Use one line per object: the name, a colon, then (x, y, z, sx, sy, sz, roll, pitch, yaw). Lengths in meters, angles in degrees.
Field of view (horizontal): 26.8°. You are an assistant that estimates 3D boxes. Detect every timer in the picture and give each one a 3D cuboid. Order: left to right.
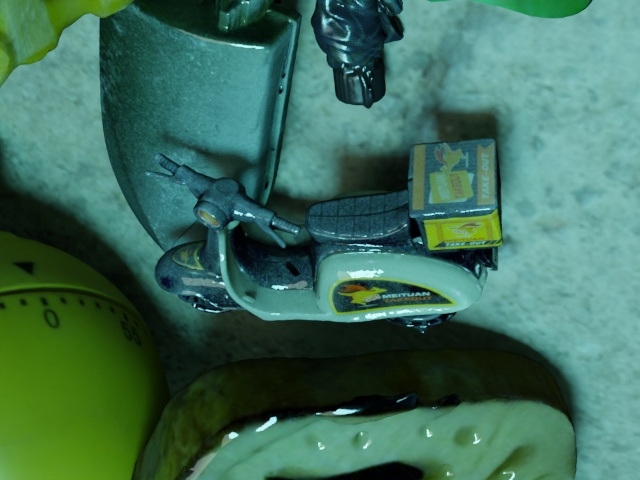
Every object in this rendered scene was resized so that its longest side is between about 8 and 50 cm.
timer: (-0.319, 0.134, 1.166, 0.387, 0.376, 0.376, 53, 144, 33)

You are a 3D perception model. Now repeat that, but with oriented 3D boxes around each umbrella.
umbrella: (0.011, -0.187, 0.873, 0.080, 0.071, 0.224, 16, 132, 28)

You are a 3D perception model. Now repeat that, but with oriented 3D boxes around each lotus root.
lotus root: (0.040, 0.228, 1.063, 0.375, 0.111, 0.390, -39, 121, 19)

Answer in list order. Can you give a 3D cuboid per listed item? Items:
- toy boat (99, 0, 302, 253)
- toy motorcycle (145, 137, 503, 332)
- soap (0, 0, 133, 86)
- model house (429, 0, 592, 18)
toy boat: (-0.095, -0.087, 1.008, 0.141, 0.092, 0.319, 25, 141, 11)
toy motorcycle: (0.000, 0.000, 0.961, 0.263, 0.090, 0.157, -4, 144, 10)
soap: (-0.166, -0.292, 0.716, 0.156, 0.293, 0.335, 19, 142, 21)
model house: (0.118, -0.224, 0.765, 0.117, 0.088, 0.167, 11, 128, 24)
